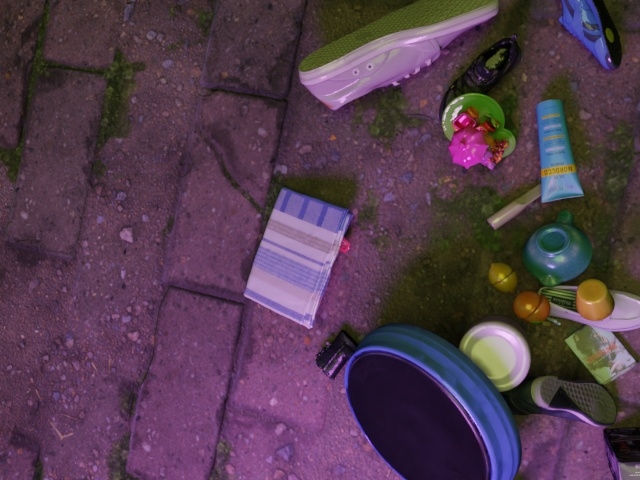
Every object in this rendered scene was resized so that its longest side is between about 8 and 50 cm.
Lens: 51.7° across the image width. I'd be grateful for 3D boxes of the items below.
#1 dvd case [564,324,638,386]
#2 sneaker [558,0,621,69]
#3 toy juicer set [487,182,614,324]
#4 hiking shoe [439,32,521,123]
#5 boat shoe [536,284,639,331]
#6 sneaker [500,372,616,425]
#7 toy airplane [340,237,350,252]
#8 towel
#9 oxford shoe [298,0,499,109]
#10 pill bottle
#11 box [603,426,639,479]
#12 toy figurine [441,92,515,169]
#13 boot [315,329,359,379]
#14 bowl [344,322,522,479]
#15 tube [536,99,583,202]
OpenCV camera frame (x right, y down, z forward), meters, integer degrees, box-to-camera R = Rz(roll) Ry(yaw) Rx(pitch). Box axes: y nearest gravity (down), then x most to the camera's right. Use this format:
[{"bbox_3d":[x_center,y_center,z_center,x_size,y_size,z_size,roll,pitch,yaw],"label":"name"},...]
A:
[{"bbox_3d":[0.572,0.227,1.349,0.087,0.013,0.119,-39,79,13],"label":"dvd case"},{"bbox_3d":[0.548,-0.440,1.358,0.082,0.069,0.209,-23,90,48],"label":"sneaker"},{"bbox_3d":[0.440,0.031,1.338,0.209,0.089,0.328,-19,53,17],"label":"toy juicer set"},{"bbox_3d":[0.327,-0.341,1.390,0.086,0.114,0.227,42,100,15],"label":"hiking shoe"},{"bbox_3d":[0.545,0.133,1.319,0.226,0.076,0.083,2,73,18],"label":"boat shoe"},{"bbox_3d":[0.471,0.324,1.345,0.226,0.163,0.086,21,67,-21],"label":"sneaker"},{"bbox_3d":[0.000,0.000,1.527,0.151,0.028,0.151,-2,84,23],"label":"toy airplane"},{"bbox_3d":[-0.054,0.035,1.513,0.209,0.034,0.284,21,93,31],"label":"towel"},{"bbox_3d":[0.173,-0.415,1.442,0.450,0.169,0.130,-23,123,8],"label":"oxford shoe"},{"bbox_3d":[0.347,0.216,1.306,0.131,0.229,0.131,-1,88,17],"label":"pill bottle"},{"bbox_3d":[0.688,0.394,1.189,0.308,0.242,0.076,-9,86,16],"label":"box"},{"bbox_3d":[0.319,-0.193,1.338,0.173,0.159,0.130,38,128,-12],"label":"toy figurine"},{"bbox_3d":[0.052,0.274,1.494,0.121,0.045,0.099,44,99,21],"label":"boot"},{"bbox_3d":[0.202,0.350,1.302,0.391,0.077,0.391,31,137,34],"label":"bowl"},{"bbox_3d":[0.482,-0.183,1.354,0.080,0.052,0.207,-10,77,25],"label":"tube"}]
